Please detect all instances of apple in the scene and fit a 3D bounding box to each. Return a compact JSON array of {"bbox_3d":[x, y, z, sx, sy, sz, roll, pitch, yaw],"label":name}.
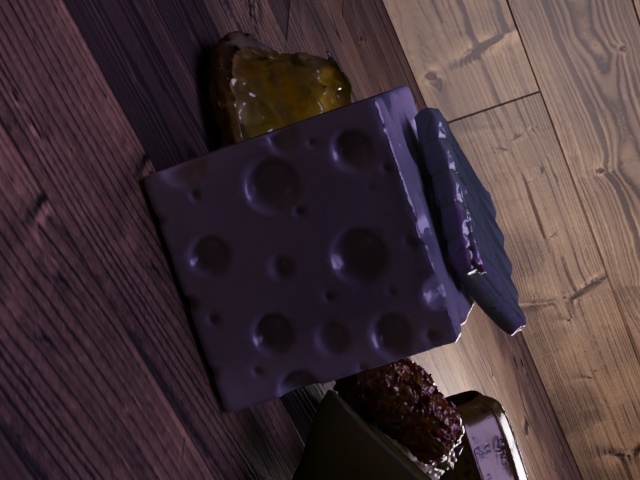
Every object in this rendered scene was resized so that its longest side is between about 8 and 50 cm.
[{"bbox_3d":[0.132,0.307,1.502,0.360,0.320,0.312,38,40,23],"label":"apple"}]

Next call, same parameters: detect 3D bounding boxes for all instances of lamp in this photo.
[{"bbox_3d":[0.199,0.311,2.112,0.161,0.161,0.185,-36,105,-76],"label":"lamp"}]

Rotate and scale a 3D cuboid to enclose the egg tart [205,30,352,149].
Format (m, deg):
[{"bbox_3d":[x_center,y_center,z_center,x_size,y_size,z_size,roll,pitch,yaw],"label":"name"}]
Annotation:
[{"bbox_3d":[-0.020,-0.102,1.817,0.345,0.132,0.345,-16,90,-75],"label":"egg tart"}]

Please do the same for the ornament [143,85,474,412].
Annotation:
[{"bbox_3d":[0.000,0.000,1.513,0.240,0.240,0.239,-39,110,-76],"label":"ornament"}]

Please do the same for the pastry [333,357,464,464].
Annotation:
[{"bbox_3d":[0.085,0.171,1.628,0.169,0.087,0.063,41,8,-7],"label":"pastry"}]

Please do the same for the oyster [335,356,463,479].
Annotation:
[{"bbox_3d":[0.060,0.203,1.767,0.201,0.107,0.354,17,-35,47],"label":"oyster"}]

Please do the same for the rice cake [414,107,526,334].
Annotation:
[{"bbox_3d":[0.151,-0.015,1.541,0.198,0.037,0.189,43,31,-64],"label":"rice cake"}]
